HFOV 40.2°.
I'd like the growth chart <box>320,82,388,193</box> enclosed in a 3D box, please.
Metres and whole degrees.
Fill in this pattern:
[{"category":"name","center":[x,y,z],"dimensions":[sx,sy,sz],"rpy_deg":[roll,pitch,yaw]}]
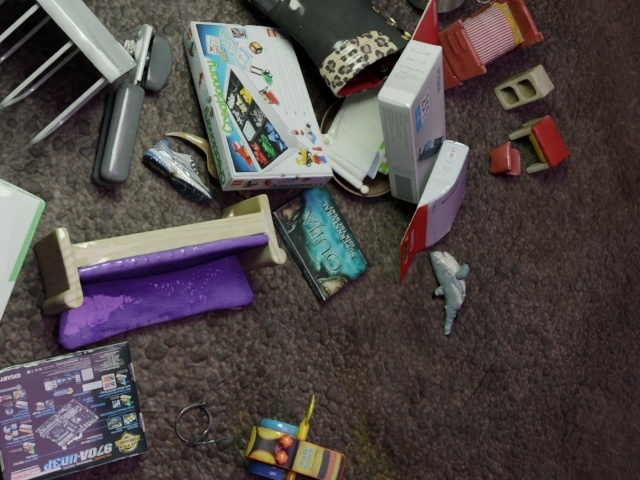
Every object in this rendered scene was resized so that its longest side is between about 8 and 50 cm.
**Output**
[{"category":"growth chart","center":[0.089,-0.204,1.637],"dimensions":[0.172,0.021,0.237],"rpy_deg":[40,64,-20]}]

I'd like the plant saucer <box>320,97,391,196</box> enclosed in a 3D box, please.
[{"category":"plant saucer","center":[0.075,-0.178,1.659],"dimensions":[0.198,0.036,0.199],"rpy_deg":[5,80,-31]}]

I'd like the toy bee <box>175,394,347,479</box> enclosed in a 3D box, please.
[{"category":"toy bee","center":[-0.065,0.355,1.419],"dimensions":[0.298,0.162,0.195],"rpy_deg":[1,84,-31]}]

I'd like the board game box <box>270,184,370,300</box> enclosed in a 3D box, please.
[{"category":"board game box","center":[0.000,0.000,1.591],"dimensions":[0.126,0.026,0.186],"rpy_deg":[-36,101,-31]}]

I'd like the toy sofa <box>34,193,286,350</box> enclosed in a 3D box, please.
[{"category":"toy sofa","center":[-0.243,0.047,1.364],"dimensions":[0.362,0.150,0.177],"rpy_deg":[-11,87,-32]}]

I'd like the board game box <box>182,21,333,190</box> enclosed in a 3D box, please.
[{"category":"board game box","center":[-0.108,-0.232,1.496],"dimensions":[0.193,0.053,0.305],"rpy_deg":[-4,67,-31]}]

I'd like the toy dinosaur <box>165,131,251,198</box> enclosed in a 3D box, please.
[{"category":"toy dinosaur","center":[-0.168,-0.152,1.498],"dimensions":[0.183,0.053,0.093],"rpy_deg":[42,65,-19]}]

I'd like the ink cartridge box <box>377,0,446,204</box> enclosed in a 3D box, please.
[{"category":"ink cartridge box","center":[0.192,-0.251,1.573],"dimensions":[0.066,0.296,0.261],"rpy_deg":[19,65,19]}]

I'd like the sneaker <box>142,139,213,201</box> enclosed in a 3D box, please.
[{"category":"sneaker","center":[-0.227,-0.119,1.459],"dimensions":[0.135,0.052,0.058],"rpy_deg":[41,60,-20]}]

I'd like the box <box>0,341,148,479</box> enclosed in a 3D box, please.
[{"category":"box","center":[-0.381,0.258,1.306],"dimensions":[0.220,0.051,0.175],"rpy_deg":[-11,88,-32]}]

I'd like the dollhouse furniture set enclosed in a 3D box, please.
[{"category":"dollhouse furniture set","center":[0.382,-0.296,1.793],"dimensions":[0.201,0.152,0.374],"rpy_deg":[-36,101,-30]}]

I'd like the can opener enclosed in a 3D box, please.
[{"category":"can opener","center":[-0.301,-0.220,1.415],"dimensions":[0.093,0.074,0.280],"rpy_deg":[20,73,-28]}]

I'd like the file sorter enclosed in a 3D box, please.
[{"category":"file sorter","center":[-0.433,-0.302,1.261],"dimensions":[0.173,0.193,0.278],"rpy_deg":[-39,105,6]}]

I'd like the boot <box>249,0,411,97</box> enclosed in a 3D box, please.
[{"category":"boot","center":[0.073,-0.433,1.583],"dimensions":[0.377,0.138,0.284],"rpy_deg":[-30,77,-32]}]

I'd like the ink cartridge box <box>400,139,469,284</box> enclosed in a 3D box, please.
[{"category":"ink cartridge box","center":[0.215,-0.043,1.643],"dimensions":[0.066,0.189,0.232],"rpy_deg":[15,67,13]}]

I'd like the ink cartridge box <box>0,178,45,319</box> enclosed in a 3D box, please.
[{"category":"ink cartridge box","center":[-0.488,0.039,1.138],"dimensions":[0.121,0.289,0.211],"rpy_deg":[25,70,-29]}]

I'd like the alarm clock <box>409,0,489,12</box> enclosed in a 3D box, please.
[{"category":"alarm clock","center":[0.254,-0.519,1.758],"dimensions":[0.192,0.064,0.129],"rpy_deg":[20,65,6]}]

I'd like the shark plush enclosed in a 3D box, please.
[{"category":"shark plush","center":[0.248,0.101,1.729],"dimensions":[0.067,0.073,0.161],"rpy_deg":[-1,104,-12]}]
